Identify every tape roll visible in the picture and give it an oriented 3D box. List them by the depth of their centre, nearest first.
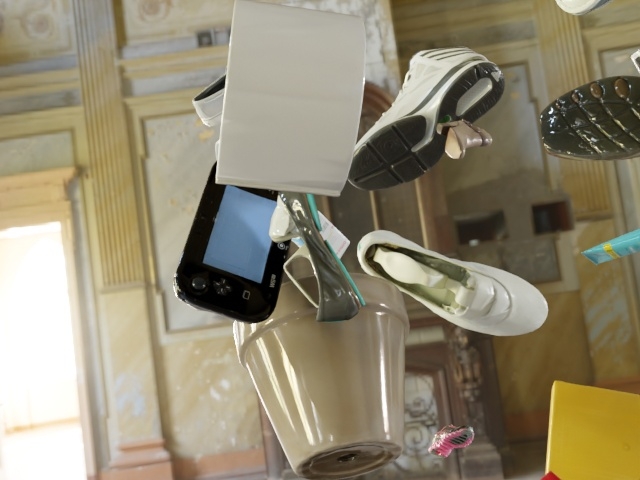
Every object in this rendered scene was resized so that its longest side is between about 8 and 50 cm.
[{"bbox_3d":[-0.044,-0.187,1.060,0.169,0.246,0.246,5,-7,-8],"label":"tape roll"}]

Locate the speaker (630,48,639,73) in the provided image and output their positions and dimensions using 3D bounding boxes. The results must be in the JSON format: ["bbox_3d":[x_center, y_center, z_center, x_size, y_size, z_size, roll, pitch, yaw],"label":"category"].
[{"bbox_3d":[0.782,-0.385,1.853,0.055,0.136,0.055,-25,-8,-4],"label":"speaker"}]

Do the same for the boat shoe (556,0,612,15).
[{"bbox_3d":[0.555,-0.524,1.391,0.319,0.116,0.099,-43,-19,29],"label":"boat shoe"}]

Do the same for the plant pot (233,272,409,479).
[{"bbox_3d":[0.021,0.255,1.400,0.323,0.280,0.323,-8,-34,-5],"label":"plant pot"}]

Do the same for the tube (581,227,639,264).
[{"bbox_3d":[0.701,0.005,1.790,0.207,0.052,0.080,-25,-43,34],"label":"tube"}]

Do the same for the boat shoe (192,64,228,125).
[{"bbox_3d":[-0.141,-0.275,1.358,0.184,0.063,0.066,-38,40,-4],"label":"boat shoe"}]

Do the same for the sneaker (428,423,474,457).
[{"bbox_3d":[0.253,0.375,1.534,0.047,0.057,0.119,34,-44,-12],"label":"sneaker"}]

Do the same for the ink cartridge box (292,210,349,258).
[{"bbox_3d":[0.000,0.000,1.944,0.122,0.088,0.052,43,-22,-23],"label":"ink cartridge box"}]

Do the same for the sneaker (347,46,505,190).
[{"bbox_3d":[0.235,-0.318,2.008,0.447,0.169,0.257,-37,31,11],"label":"sneaker"}]

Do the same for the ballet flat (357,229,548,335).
[{"bbox_3d":[0.249,0.091,1.571,0.400,0.139,0.139,23,2,13],"label":"ballet flat"}]

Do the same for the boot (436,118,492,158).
[{"bbox_3d":[0.253,-0.172,1.358,0.087,0.118,0.042,4,-53,-19],"label":"boot"}]

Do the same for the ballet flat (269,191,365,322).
[{"bbox_3d":[-0.025,0.002,1.263,0.096,0.280,0.095,-24,-13,-1],"label":"ballet flat"}]

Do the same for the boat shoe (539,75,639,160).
[{"bbox_3d":[0.481,-0.166,1.122,0.324,0.123,0.120,-7,-17,21],"label":"boat shoe"}]

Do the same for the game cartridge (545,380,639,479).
[{"bbox_3d":[0.672,0.470,1.766,0.323,0.285,0.053,8,-39,13],"label":"game cartridge"}]

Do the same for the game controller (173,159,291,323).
[{"bbox_3d":[-0.132,-0.007,1.321,0.166,0.319,0.067,15,-39,-4],"label":"game controller"}]

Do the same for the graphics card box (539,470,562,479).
[{"bbox_3d":[0.417,0.519,1.158,0.094,0.371,0.233,-38,42,-14],"label":"graphics card box"}]

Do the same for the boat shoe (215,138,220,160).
[{"bbox_3d":[-0.186,-0.192,2.032,0.156,0.136,0.367,-45,-15,-23],"label":"boat shoe"}]
